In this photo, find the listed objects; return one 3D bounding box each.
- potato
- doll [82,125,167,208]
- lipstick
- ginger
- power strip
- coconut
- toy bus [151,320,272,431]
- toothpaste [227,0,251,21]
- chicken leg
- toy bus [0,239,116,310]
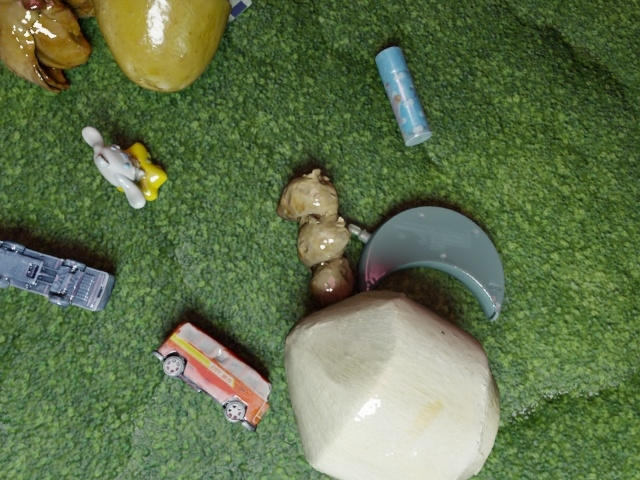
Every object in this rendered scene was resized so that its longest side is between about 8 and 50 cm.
[{"bbox_3d":[-0.241,-0.303,0.693,0.178,0.203,0.158,19,101,23],"label":"potato"},{"bbox_3d":[-0.289,-0.107,0.672,0.071,0.113,0.135,-40,106,8],"label":"doll"},{"bbox_3d":[0.137,-0.237,0.774,0.048,0.048,0.158,-16,81,-9],"label":"lipstick"},{"bbox_3d":[0.000,0.000,0.697,0.104,0.080,0.204,-25,80,29],"label":"ginger"},{"bbox_3d":[0.159,0.028,0.721,0.253,0.054,0.168,11,75,-4],"label":"power strip"},{"bbox_3d":[0.074,0.183,0.590,0.265,0.237,0.238,26,77,1],"label":"coconut"},{"bbox_3d":[-0.143,0.186,0.649,0.174,0.079,0.077,36,68,2],"label":"toy bus"},{"bbox_3d":[-0.213,-0.455,0.787,0.216,0.037,0.062,41,77,-1],"label":"toothpaste"},{"bbox_3d":[-0.480,-0.352,0.687,0.408,0.182,0.296,-15,97,-5],"label":"chicken leg"},{"bbox_3d":[-0.383,0.049,0.648,0.190,0.075,0.064,17,76,-1],"label":"toy bus"}]
